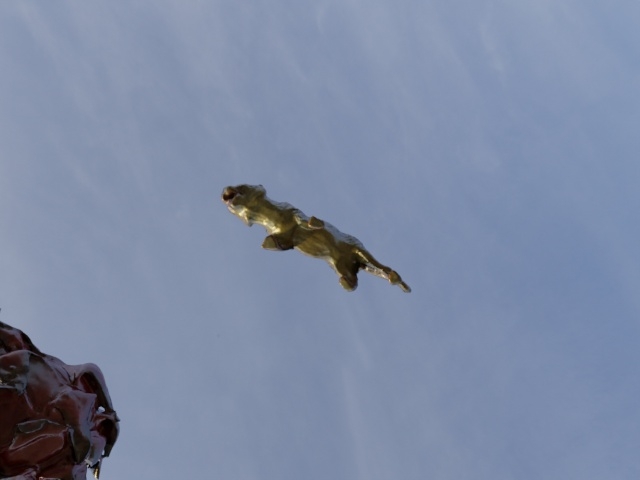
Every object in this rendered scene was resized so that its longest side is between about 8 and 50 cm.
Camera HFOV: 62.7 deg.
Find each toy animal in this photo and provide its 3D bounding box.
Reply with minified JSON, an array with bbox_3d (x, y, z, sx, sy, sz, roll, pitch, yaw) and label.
[{"bbox_3d":[0.000,0.000,0.596,0.241,0.099,0.057,27,-79,-17],"label":"toy animal"}]

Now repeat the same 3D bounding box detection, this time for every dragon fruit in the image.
[{"bbox_3d":[-0.407,0.231,0.722,0.234,0.234,0.293,-10,-101,-13],"label":"dragon fruit"}]
